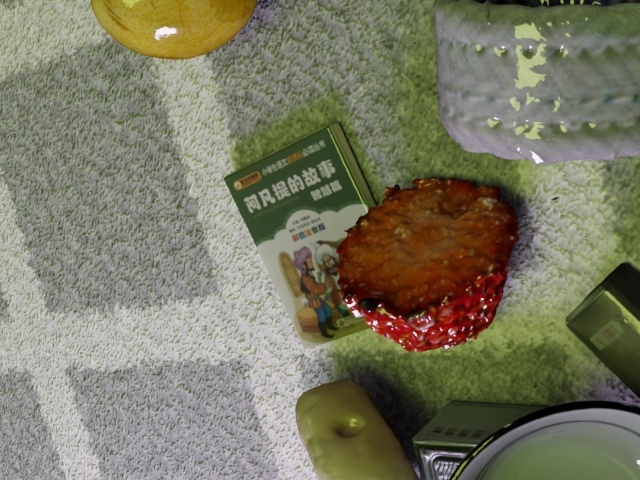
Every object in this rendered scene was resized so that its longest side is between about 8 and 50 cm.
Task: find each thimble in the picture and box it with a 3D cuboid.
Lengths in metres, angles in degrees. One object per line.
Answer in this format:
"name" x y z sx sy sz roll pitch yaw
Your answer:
"thimble" 0.236 -0.173 1.023 0.246 0.217 0.157 3 114 17

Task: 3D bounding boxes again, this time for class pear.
"pear" -0.173 -0.323 1.256 0.209 0.209 0.208 13 115 30

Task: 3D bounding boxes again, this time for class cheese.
"cheese" 0.054 0.290 1.328 0.117 0.218 0.235 -32 95 -4

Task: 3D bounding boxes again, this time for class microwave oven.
"microwave oven" 0.213 0.320 1.280 0.162 0.122 0.208 -4 105 35

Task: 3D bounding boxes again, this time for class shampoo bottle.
"shampoo bottle" 0.386 0.140 1.118 0.246 0.079 0.080 46 128 12

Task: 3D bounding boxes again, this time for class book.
"book" 0.000 0.000 1.364 0.202 0.027 0.264 -22 95 39

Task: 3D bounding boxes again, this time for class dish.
"dish" 0.276 0.308 1.139 0.317 0.106 0.316 0 101 1

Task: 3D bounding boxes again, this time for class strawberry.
"strawberry" 0.138 0.055 1.199 0.234 0.234 0.178 1 134 34
